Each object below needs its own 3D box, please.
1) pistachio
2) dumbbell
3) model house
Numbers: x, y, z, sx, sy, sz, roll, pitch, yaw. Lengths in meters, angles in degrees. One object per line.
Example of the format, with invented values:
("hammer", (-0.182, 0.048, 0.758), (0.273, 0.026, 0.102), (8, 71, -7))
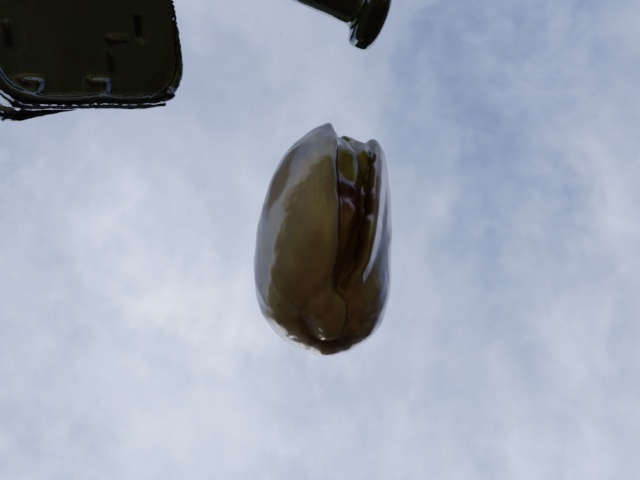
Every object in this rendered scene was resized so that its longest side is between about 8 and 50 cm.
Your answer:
("pistachio", (0.000, 0.000, 0.822), (0.117, 0.145, 0.200), (7, -114, -16))
("dumbbell", (-0.006, -0.182, 0.701), (0.118, 0.046, 0.052), (21, -66, -10))
("model house", (-0.319, -0.221, 1.086), (0.218, 0.278, 0.205), (-5, -93, -37))
